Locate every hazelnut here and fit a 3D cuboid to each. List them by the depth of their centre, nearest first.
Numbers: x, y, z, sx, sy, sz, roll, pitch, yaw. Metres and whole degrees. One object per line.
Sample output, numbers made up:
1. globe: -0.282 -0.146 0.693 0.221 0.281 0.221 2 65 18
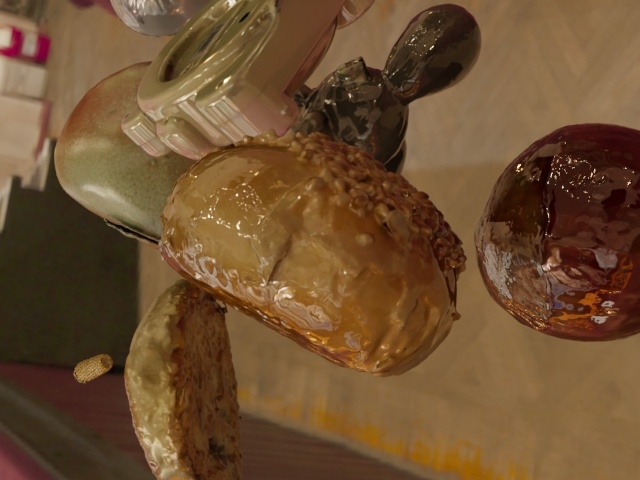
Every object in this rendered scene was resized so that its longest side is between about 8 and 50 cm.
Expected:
1. hazelnut: 0.462 -0.006 1.858 0.421 0.420 0.353 -55 24 39

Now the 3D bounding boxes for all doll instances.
1. doll: 0.107 -0.199 1.874 0.382 0.378 0.252 159 86 -88

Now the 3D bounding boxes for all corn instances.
1. corn: -0.289 0.162 1.419 0.083 0.027 0.028 -26 16 50

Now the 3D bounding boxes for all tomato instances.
1. tomato: -0.245 -0.119 1.713 0.239 0.303 0.303 -101 29 -71

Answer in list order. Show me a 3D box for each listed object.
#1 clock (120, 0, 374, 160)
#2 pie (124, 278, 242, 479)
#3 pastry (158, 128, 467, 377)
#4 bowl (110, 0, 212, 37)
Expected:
1. clock: -0.100 -0.219 1.368 0.309 0.114 0.284 -10 44 53
2. pie: -0.166 0.201 1.432 0.315 0.092 0.315 -11 -90 -81
3. pastry: 0.000 0.000 1.033 0.184 0.284 0.315 -62 2 -7
4. bowl: -0.237 -0.392 1.600 0.086 0.189 0.189 21 -103 -73
